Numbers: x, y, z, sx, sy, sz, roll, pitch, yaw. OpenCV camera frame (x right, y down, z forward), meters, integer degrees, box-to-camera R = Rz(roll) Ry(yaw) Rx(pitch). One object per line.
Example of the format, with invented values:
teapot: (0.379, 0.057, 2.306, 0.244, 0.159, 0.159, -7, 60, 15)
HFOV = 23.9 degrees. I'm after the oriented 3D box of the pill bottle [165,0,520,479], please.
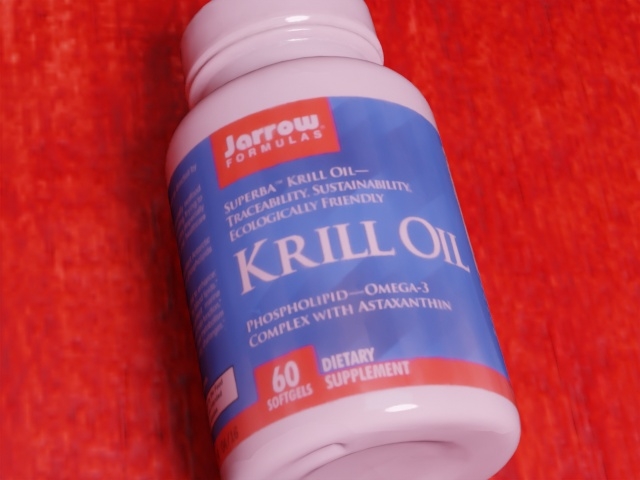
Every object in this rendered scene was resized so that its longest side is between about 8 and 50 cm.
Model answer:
pill bottle: (0.000, 0.000, 0.648, 0.124, 0.124, 0.221, -5, 61, -17)
